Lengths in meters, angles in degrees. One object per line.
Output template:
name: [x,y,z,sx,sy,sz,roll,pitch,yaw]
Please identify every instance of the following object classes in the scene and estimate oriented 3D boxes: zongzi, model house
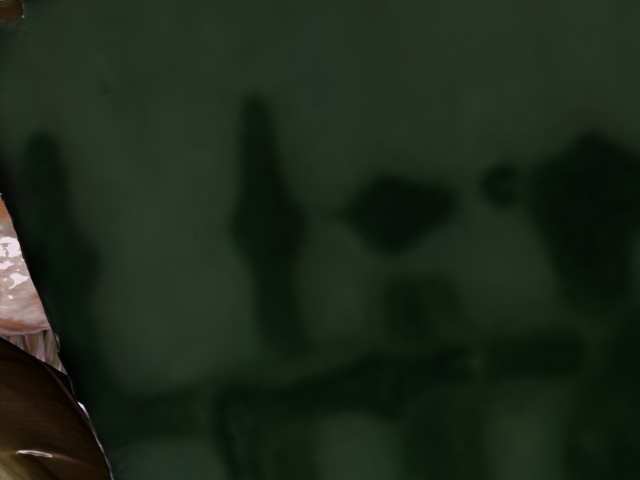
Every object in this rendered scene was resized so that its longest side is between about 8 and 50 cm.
zongzi: [-0.236,0.140,1.240,0.145,0.300,0.274,-47,33,3]
model house: [0.027,-0.025,0.769,0.329,0.251,0.295,-106,-4,-87]

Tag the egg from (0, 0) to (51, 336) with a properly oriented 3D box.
egg: [-0.191,-0.045,1.264,0.195,0.195,0.233,-114,36,-46]
